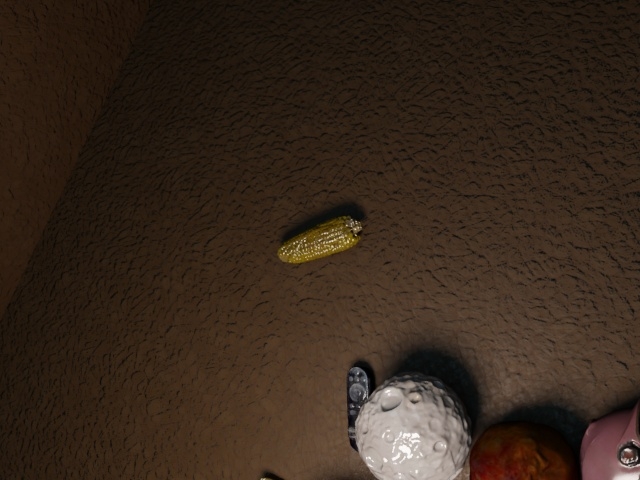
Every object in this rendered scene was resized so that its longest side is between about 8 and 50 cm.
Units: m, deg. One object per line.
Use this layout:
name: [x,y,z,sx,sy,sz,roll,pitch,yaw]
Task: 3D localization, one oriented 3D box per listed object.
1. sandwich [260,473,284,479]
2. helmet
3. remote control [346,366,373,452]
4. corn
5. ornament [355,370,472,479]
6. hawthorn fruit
sandwich: [-0.142,0.828,1.933,0.116,0.074,0.074,17,85,25]
helmet: [0.774,0.577,1.519,0.197,0.270,0.339,-16,75,34]
remote control: [0.133,0.541,1.900,0.090,0.066,0.266,-7,79,35]
corn: [0.000,0.000,2.045,0.321,0.119,0.119,-17,72,17]
ornament: [0.272,0.553,1.683,0.336,0.337,0.338,-5,76,21]
hawthorn fruit: [0.538,0.621,1.575,0.307,0.325,0.309,-13,46,14]
